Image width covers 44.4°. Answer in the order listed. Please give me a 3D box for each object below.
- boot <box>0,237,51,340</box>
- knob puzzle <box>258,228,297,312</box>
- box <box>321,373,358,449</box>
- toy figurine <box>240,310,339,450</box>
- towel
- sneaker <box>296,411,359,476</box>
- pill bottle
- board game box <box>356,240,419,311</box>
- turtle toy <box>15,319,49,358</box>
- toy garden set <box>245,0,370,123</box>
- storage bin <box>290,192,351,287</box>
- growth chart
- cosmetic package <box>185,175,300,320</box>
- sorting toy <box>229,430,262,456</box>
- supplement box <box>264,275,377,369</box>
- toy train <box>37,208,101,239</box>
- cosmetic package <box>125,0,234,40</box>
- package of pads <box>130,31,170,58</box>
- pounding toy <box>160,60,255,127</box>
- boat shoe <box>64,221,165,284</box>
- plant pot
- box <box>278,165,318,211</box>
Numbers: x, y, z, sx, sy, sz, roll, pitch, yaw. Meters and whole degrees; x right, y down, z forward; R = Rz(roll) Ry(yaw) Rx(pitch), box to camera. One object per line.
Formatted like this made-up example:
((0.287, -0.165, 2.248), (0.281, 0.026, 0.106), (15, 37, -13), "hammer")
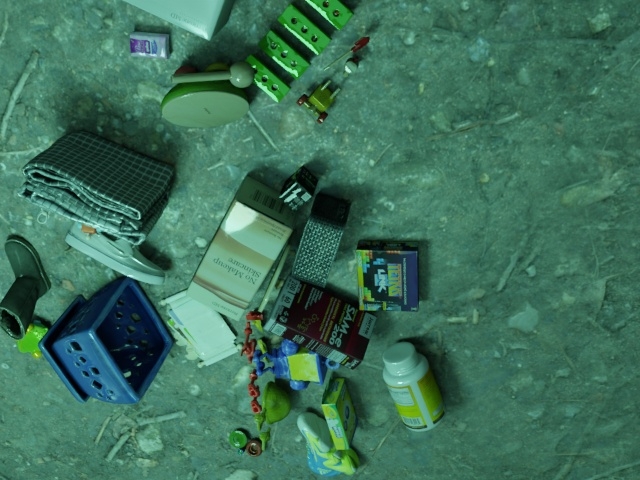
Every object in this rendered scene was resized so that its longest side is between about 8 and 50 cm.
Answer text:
((-0.746, 0.115, 1.920), (0.076, 0.208, 0.189), (-19, 115, 19), "boot")
((-0.096, 0.089, 1.797), (0.030, 0.213, 0.213), (25, 121, -3), "knob puzzle")
((0.049, 0.438, 2.026), (0.043, 0.105, 0.179), (-8, 119, 22), "box")
((-0.056, 0.342, 1.950), (0.217, 0.191, 0.362), (-4, 120, 7), "toy figurine")
((-0.477, -0.124, 1.721), (0.284, 0.235, 0.121), (23, 115, -4), "towel")
((-0.009, 0.567, 2.121), (0.126, 0.091, 0.240), (-33, 110, 26), "sneaker")
((0.227, 0.359, 1.942), (0.117, 0.117, 0.214), (-15, 116, 18), "pill bottle")
((0.158, 0.085, 1.835), (0.141, 0.048, 0.170), (1, 120, 11), "board game box")
((-0.766, 0.262, 2.093), (0.130, 0.066, 0.095), (-33, 110, 26), "turtle toy")
((-0.013, -0.377, 1.599), (0.204, 0.049, 0.244), (40, 118, -11), "toy garden set")
((0.000, 0.000, 1.770), (0.084, 0.122, 0.180), (17, 121, 0), "storage bin")
((-0.309, 0.222, 2.014), (0.172, 0.021, 0.237), (-18, 115, 20), "growth chart")
((-0.179, 0.021, 1.811), (0.153, 0.129, 0.296), (26, 121, -7), "cosmetic package")
((-0.207, 0.566, 2.191), (0.102, 0.042, 0.061), (35, 105, 3), "sorting toy")
((0.002, 0.196, 1.872), (0.240, 0.130, 0.073), (25, 149, -6), "supplement box")
((-0.588, -0.075, 1.841), (0.166, 0.046, 0.125), (11, 81, 7), "toy train")
((-0.260, -0.541, 1.494), (0.224, 0.138, 0.224), (24, 122, -4), "cosmetic package")
((-0.357, -0.410, 1.648), (0.083, 0.032, 0.050), (6, 118, 6), "package of pads")
((-0.238, -0.327, 1.618), (0.183, 0.110, 0.237), (-3, 166, -17), "pounding toy")
((-0.482, 0.022, 1.886), (0.258, 0.095, 0.084), (27, 95, -8), "boat shoe")
((-0.544, 0.260, 1.961), (0.212, 0.236, 0.235), (-14, 117, 24), "plant pot")
((-0.048, -0.114, 1.734), (0.052, 0.083, 0.062), (43, 118, -16), "box")
